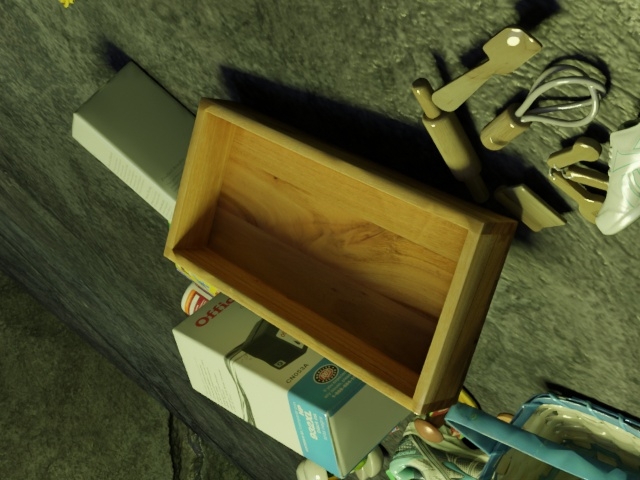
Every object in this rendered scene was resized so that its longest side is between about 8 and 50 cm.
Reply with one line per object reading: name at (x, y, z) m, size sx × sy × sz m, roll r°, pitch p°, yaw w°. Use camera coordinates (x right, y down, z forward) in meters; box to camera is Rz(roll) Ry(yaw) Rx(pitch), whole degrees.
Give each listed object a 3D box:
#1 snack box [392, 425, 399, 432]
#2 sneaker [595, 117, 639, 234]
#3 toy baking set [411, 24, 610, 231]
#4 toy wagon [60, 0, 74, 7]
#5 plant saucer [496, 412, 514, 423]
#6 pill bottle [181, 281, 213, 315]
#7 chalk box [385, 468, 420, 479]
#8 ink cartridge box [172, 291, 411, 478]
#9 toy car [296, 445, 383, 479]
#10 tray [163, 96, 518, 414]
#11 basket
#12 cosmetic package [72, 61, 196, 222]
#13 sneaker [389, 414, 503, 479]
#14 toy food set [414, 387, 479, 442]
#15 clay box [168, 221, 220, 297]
snack box at (0.075, 0.211, 1.406) m, size 0.064 × 0.022 × 0.178 m, roll 59°, pitch -176°, yaw -35°
sneaker at (0.250, -0.061, 0.718) m, size 0.061 × 0.054 × 0.152 m, roll 44°, pitch 148°, yaw 15°
toy baking set at (0.175, -0.094, 0.807) m, size 0.197 × 0.030 × 0.256 m, roll 7°, pitch 146°, yaw 45°
toy wagon at (-0.389, -0.418, 1.058) m, size 0.344 × 0.068 × 0.267 m, roll 45°, pitch 158°, yaw -11°
plant saucer at (0.286, 0.280, 1.325) m, size 0.083 × 0.013 × 0.083 m, roll 34°, pitch 157°, yaw 16°
pill bottle at (-0.172, 0.132, 1.689) m, size 0.152 × 0.086 × 0.086 m, roll 33°, pitch 156°, yaw 21°
chalk box at (0.202, 0.504, 1.712) m, size 0.213 × 0.132 × 0.132 m, roll 40°, pitch 157°, yaw 2°
ink cartridge box at (-0.019, 0.156, 1.292) m, size 0.307 × 0.223 × 0.129 m, roll 21°, pitch 138°, yaw 40°
toy car at (0.031, 0.428, 1.869) m, size 0.182 × 0.159 × 0.136 m, roll 119°, pitch 138°, yaw -67°
tray at (0.000, 0.000, 1.014) m, size 0.411 × 0.202 × 0.076 m, roll 27°, pitch -161°, yaw 36°
basket at (0.300, 0.285, 1.066) m, size 0.255 × 0.201 × 0.289 m, roll 20°, pitch 159°, yaw 43°
cosmetic package at (-0.214, -0.118, 1.261) m, size 0.231 × 0.117 × 0.085 m, roll 42°, pitch 156°, yaw 0°
sneaker at (0.233, 0.393, 1.472) m, size 0.283 × 0.122 × 0.110 m, roll 20°, pitch 150°, yaw 41°
toy food set at (0.165, 0.249, 1.385) m, size 0.218 × 0.071 × 0.128 m, roll 45°, pitch 157°, yaw -11°
clay box at (-0.190, 0.023, 1.561) m, size 0.127 × 0.053 × 0.222 m, roll 35°, pitch 158°, yaw 13°
